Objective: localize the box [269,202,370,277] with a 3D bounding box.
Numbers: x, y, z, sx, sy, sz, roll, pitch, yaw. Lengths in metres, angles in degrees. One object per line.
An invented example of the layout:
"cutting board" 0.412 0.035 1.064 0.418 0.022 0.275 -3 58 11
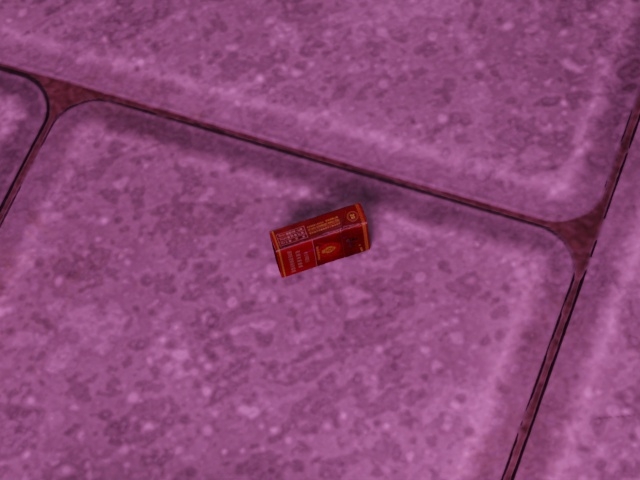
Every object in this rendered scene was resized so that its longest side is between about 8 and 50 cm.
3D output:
"box" 0.000 0.000 1.508 0.082 0.051 0.023 -18 64 -4
